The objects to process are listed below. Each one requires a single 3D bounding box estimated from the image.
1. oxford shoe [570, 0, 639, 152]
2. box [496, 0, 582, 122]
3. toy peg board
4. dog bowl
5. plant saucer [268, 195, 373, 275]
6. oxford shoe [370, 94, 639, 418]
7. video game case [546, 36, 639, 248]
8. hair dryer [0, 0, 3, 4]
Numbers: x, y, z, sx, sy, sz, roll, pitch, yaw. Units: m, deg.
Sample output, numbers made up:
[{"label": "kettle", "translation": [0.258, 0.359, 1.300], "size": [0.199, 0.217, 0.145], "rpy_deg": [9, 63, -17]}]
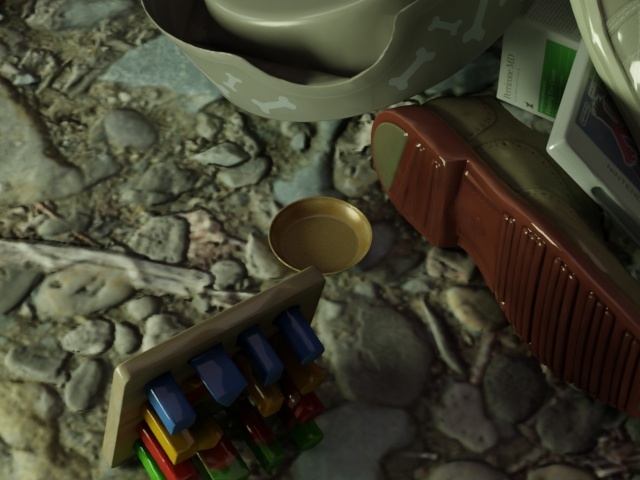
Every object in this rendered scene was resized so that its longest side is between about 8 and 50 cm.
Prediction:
[{"label": "oxford shoe", "translation": [0.305, -0.113, 1.440], "size": [0.169, 0.130, 0.449], "rpy_deg": [0, 66, -45]}, {"label": "box", "translation": [0.212, -0.168, 1.604], "size": [0.087, 0.101, 0.102], "rpy_deg": [26, 54, 21]}, {"label": "toy peg board", "translation": [-0.060, 0.115, 1.327], "size": [0.161, 0.160, 0.079], "rpy_deg": [-27, 71, -22]}, {"label": "dog bowl", "translation": [0.026, -0.238, 1.593], "size": [0.349, 0.102, 0.348], "rpy_deg": [-16, 41, 14]}, {"label": "plant saucer", "translation": [0.000, 0.000, 1.512], "size": [0.083, 0.015, 0.083], "rpy_deg": [1, 49, -1]}, {"label": "oxford shoe", "translation": [0.186, -0.007, 1.455], "size": [0.130, 0.123, 0.348], "rpy_deg": [-23, 55, -27]}, {"label": "video game case", "translation": [0.261, -0.074, 1.485], "size": [0.183, 0.023, 0.201], "rpy_deg": [44, 40, -19]}, {"label": "hair dryer", "translation": [-0.375, -0.243, 1.697], "size": [0.224, 0.080, 0.293], "rpy_deg": [-5, 42, 15]}]
